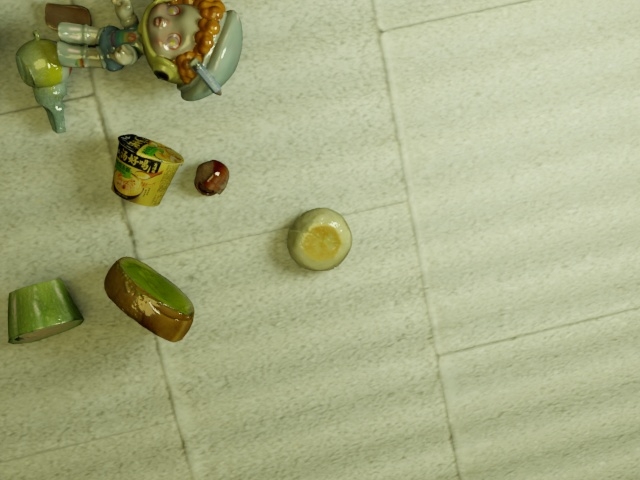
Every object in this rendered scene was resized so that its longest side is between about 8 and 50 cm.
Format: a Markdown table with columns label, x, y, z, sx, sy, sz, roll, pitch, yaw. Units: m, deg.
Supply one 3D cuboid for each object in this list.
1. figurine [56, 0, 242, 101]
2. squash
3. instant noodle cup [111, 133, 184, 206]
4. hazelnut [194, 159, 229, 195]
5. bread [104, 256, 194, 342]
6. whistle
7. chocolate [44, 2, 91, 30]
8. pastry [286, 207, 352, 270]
| label | x | y | z | sx | sy | sz | roll | pitch | yaw |
| --- | --- | --- | --- | --- | --- | --- | --- | --- | --- |
| figurine | -0.356 | -0.425 | 1.606 | 0.381 | 0.205 | 0.225 | 11 | 68 | 2 |
| squash | -0.629 | 0.160 | 1.696 | 0.170 | 0.170 | 0.123 | -17 | 89 | -3 |
| instant noodle cup | -0.393 | -0.154 | 1.677 | 0.151 | 0.151 | 0.122 | 21 | 109 | -9 |
| hazelnut | -0.248 | -0.142 | 1.723 | 0.086 | 0.086 | 0.087 | -1 | 100 | -6 |
| bread | -0.376 | 0.127 | 1.676 | 0.236 | 0.236 | 0.070 | 37 | 94 | -11 |
| whistle | -0.586 | -0.346 | 1.641 | 0.122 | 0.123 | 0.223 | -10 | 115 | -4 |
| chocolate | -0.551 | -0.487 | 1.652 | 0.100 | 0.031 | 0.065 | 5 | 117 | -3 |
| pastry | 0.000 | 0.000 | 1.764 | 0.156 | 0.092 | 0.157 | -2 | 108 | -6 |
